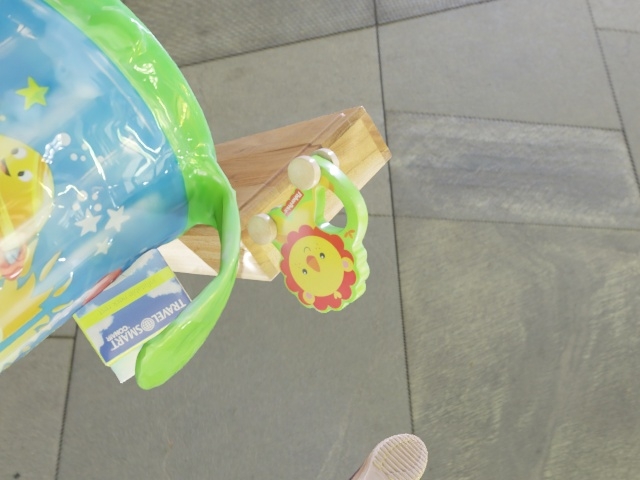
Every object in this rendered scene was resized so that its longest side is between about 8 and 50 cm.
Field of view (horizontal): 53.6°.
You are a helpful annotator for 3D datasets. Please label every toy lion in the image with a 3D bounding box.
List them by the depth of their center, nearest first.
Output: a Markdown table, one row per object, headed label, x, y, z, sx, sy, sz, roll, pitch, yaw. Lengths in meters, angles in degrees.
| label | x | y | z | sx | sy | sz | roll | pitch | yaw |
| --- | --- | --- | --- | --- | --- | --- | --- | --- | --- |
| toy lion | 0.000 | 0.000 | 0.454 | 0.096 | 0.100 | 0.034 | 48 | 38 | 11 |

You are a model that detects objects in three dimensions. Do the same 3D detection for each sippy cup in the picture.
| label | x | y | z | sx | sy | sz | roll | pitch | yaw |
| --- | --- | --- | --- | --- | --- | --- | --- | --- | --- |
| sippy cup | -0.220 | -0.024 | 0.389 | 0.305 | 0.240 | 0.224 | 4 | 46 | 36 |

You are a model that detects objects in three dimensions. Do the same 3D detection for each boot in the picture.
| label | x | y | z | sx | sy | sz | roll | pitch | yaw |
| --- | --- | --- | --- | --- | --- | --- | --- | --- | --- |
| boot | 0.069 | 0.456 | 1.125 | 0.090 | 0.207 | 0.248 | 48 | 43 | 16 |

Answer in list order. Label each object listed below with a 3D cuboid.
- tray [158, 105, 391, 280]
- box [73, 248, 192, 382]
| label | x | y | z | sx | sy | sz | roll | pitch | yaw |
| --- | --- | --- | --- | --- | --- | --- | --- | --- | --- |
| tray | -0.122 | -0.053 | 0.789 | 0.203 | 0.410 | 0.076 | -46 | 114 | -27 |
| box | -0.213 | 0.046 | 0.668 | 0.109 | 0.042 | 0.178 | -33 | 87 | -18 |
